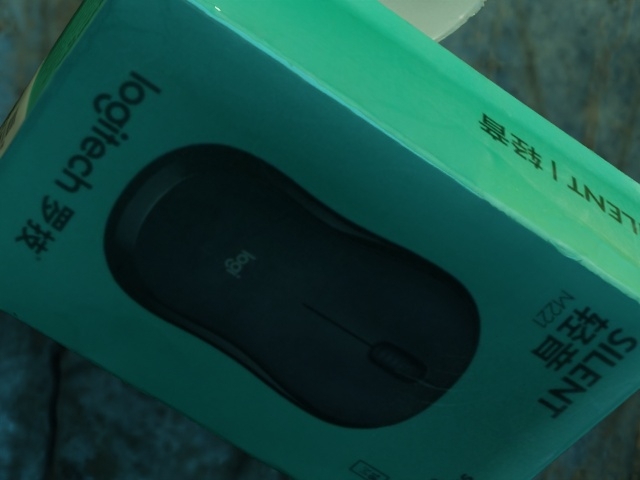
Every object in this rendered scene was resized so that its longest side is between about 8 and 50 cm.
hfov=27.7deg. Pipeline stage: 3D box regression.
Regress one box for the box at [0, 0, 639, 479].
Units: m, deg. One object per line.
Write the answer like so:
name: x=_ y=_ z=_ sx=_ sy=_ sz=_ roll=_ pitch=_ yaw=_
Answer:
box: x=0.000 y=0.000 z=0.629 sx=0.311 sy=0.118 sz=0.205 roll=33 pitch=124 yaw=-15

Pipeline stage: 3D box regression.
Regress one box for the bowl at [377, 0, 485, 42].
bowl: x=0.004 y=-0.184 z=0.680 sx=0.189 sy=0.086 sz=0.189 roll=-2 pitch=96 yaw=-16
